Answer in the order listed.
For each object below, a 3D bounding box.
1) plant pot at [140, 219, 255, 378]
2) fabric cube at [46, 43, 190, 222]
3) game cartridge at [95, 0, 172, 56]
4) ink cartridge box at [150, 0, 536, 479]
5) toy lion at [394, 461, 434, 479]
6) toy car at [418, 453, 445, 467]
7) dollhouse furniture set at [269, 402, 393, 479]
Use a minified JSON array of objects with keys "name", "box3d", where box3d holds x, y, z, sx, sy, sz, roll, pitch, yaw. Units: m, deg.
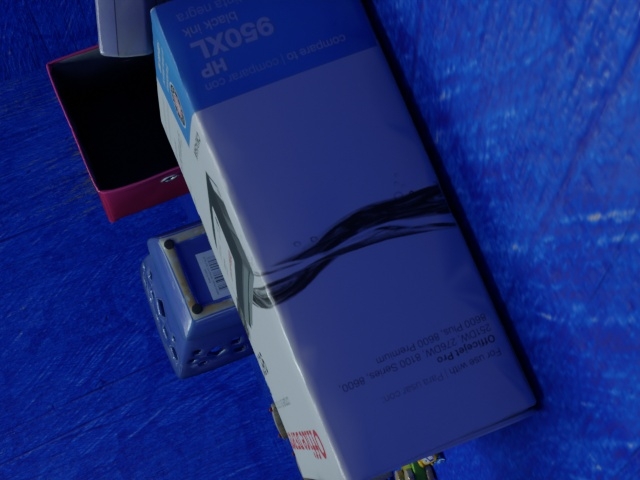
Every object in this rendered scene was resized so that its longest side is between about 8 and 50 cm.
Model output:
[{"name":"plant pot","box3d":[-0.185,0.083,1.842,0.212,0.236,0.236,109,140,-65]},{"name":"fabric cube","box3d":[-0.320,-0.209,1.861,0.258,0.254,0.259,123,124,-77]},{"name":"game cartridge","box3d":[-0.163,-0.353,0.896,0.230,0.068,0.355,-66,-23,-70]},{"name":"ink cartridge box","box3d":[0.000,0.000,0.889,0.285,0.166,0.395,122,126,-77]},{"name":"toy lion","box3d":[0.103,0.254,1.254,0.100,0.034,0.096,115,141,-75]},{"name":"toy car","box3d":[0.130,0.286,1.110,0.040,0.060,0.122,-37,79,46]},{"name":"dollhouse furniture set","box3d":[0.022,0.324,1.517,0.129,0.129,0.183,-130,21,-60]}]
